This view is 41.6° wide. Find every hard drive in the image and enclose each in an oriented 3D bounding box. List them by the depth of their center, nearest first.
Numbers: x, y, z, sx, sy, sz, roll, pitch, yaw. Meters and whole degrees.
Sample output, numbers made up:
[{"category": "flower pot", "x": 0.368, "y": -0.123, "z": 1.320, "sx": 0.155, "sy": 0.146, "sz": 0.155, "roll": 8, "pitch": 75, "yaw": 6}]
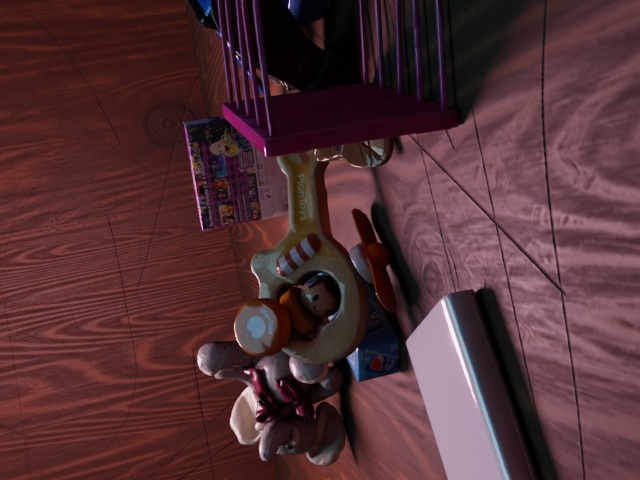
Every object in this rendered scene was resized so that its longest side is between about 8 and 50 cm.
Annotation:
[{"category": "hard drive", "x": 0.174, "y": 0.229, "z": 0.930, "sx": 0.203, "sy": 0.040, "sz": 0.307, "roll": 108, "pitch": 149, "yaw": -67}]

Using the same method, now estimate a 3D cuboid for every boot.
[{"category": "boot", "x": -0.076, "y": -0.276, "z": 1.223, "sx": 0.263, "sy": 0.091, "sz": 0.229, "roll": 36, "pitch": 180, "yaw": -28}]

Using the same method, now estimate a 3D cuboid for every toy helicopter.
[{"category": "toy helicopter", "x": 0.000, "y": 0.000, "z": 1.227, "sx": 0.140, "sy": 0.235, "sz": 0.354, "roll": 6, "pitch": -103, "yaw": -58}]

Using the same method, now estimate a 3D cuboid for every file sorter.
[{"category": "file sorter", "x": 0.000, "y": -0.220, "z": 0.941, "sx": 0.290, "sy": 0.202, "sz": 0.182, "roll": -133, "pitch": 35, "yaw": -69}]

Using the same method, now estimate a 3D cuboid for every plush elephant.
[{"category": "plush elephant", "x": -0.077, "y": 0.330, "z": 1.706, "sx": 0.330, "sy": 0.272, "sz": 0.255, "roll": 6, "pitch": -95, "yaw": -73}]

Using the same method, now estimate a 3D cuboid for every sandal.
[{"category": "sandal", "x": 0.049, "y": -0.133, "z": 1.141, "sx": 0.180, "sy": 0.049, "sz": 0.072, "roll": 9, "pitch": 97, "yaw": 60}]

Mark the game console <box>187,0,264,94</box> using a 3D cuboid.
[{"category": "game console", "x": -0.145, "y": -0.435, "z": 1.450, "sx": 0.250, "sy": 0.173, "sz": 0.293, "roll": -60, "pitch": 35, "yaw": 23}]

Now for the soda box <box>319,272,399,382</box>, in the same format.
[{"category": "soda box", "x": 0.057, "y": 0.122, "z": 1.320, "sx": 0.210, "sy": 0.067, "sz": 0.071, "roll": -118, "pitch": 20, "yaw": -53}]

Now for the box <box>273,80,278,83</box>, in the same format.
[{"category": "box", "x": -0.090, "y": -0.380, "z": 1.640, "sx": 0.094, "sy": 0.027, "sz": 0.136, "roll": -124, "pitch": 25, "yaw": -65}]

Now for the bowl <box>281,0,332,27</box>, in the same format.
[{"category": "bowl", "x": -0.057, "y": -0.507, "z": 1.246, "sx": 0.391, "sy": 0.077, "sz": 0.390, "roll": 169, "pitch": 90, "yaw": -79}]

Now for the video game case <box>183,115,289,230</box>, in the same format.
[{"category": "video game case", "x": -0.161, "y": -0.149, "z": 1.749, "sx": 0.042, "sy": 0.210, "sz": 0.232, "roll": -124, "pitch": 25, "yaw": -62}]
